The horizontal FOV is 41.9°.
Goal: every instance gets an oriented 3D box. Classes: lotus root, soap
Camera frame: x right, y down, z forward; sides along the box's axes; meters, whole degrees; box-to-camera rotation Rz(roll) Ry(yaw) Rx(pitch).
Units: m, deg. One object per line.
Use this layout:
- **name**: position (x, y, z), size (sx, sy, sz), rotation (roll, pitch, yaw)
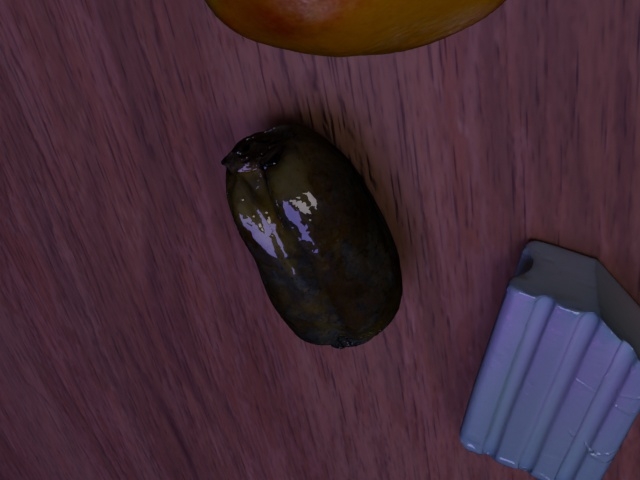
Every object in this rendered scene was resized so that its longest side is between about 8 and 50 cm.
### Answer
- **lotus root**: position (0.000, 0.000, 0.924), size (0.152, 0.160, 0.274), rotation (-17, 122, 11)
- **soap**: position (0.270, 0.152, 0.945), size (0.173, 0.095, 0.289), rotation (19, 134, 15)

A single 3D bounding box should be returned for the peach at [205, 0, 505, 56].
- **peach**: position (0.039, -0.282, 0.569), size (0.289, 0.289, 0.308), rotation (48, 140, -15)
